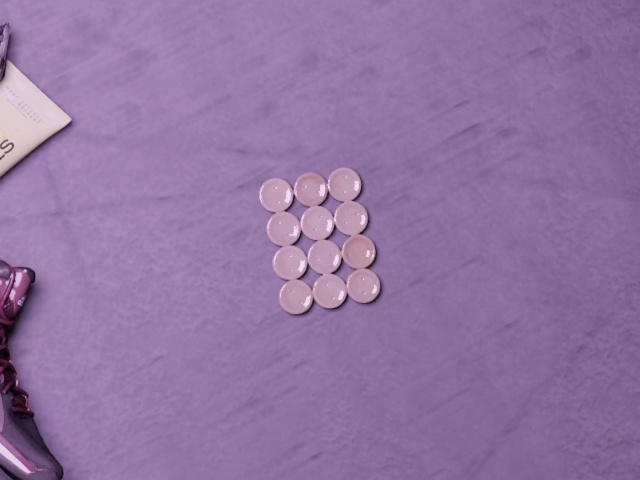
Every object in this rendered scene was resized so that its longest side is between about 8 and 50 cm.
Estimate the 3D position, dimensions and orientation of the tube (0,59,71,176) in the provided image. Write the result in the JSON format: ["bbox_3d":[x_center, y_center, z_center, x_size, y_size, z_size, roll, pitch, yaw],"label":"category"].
[{"bbox_3d":[-0.372,-0.073,1.575,0.240,0.062,0.070,-46,129,-11],"label":"tube"}]

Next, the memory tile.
[{"bbox_3d":[0.000,0.000,1.640,0.113,0.012,0.148,-10,88,-8],"label":"memory tile"}]

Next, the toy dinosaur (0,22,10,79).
[{"bbox_3d":[-0.422,-0.168,1.522,0.218,0.164,0.322,14,55,-19],"label":"toy dinosaur"}]

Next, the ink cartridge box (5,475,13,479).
[{"bbox_3d":[-0.285,0.366,1.548,0.160,0.092,0.219,23,85,-6],"label":"ink cartridge box"}]

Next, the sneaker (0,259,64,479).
[{"bbox_3d":[-0.319,0.109,1.530,0.281,0.106,0.162,43,76,12],"label":"sneaker"}]
